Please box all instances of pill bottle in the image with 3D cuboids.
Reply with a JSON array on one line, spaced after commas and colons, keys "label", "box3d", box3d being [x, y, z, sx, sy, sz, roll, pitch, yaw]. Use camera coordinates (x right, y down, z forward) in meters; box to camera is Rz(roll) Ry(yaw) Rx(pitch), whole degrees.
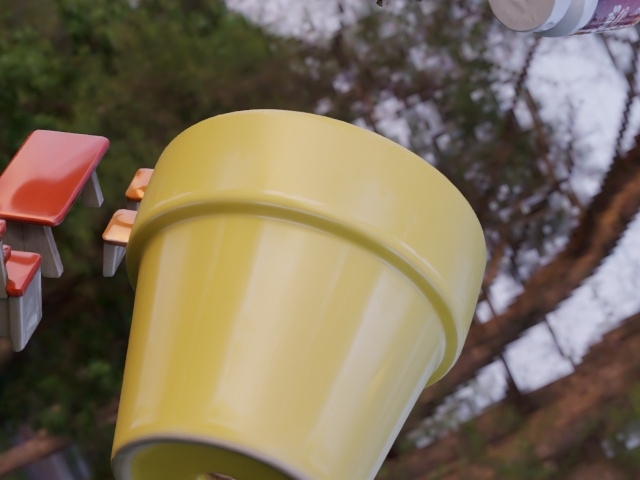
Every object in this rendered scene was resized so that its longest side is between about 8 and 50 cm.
[{"label": "pill bottle", "box3d": [0.304, -0.308, 2.161, 0.121, 0.221, 0.121, 10, -74, 39]}]

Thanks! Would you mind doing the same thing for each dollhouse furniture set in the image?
[{"label": "dollhouse furniture set", "box3d": [-0.272, -0.029, 1.648, 0.259, 0.262, 0.135, -69, 161, -53]}]

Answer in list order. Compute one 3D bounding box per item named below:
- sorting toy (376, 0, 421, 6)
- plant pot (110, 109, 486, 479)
[{"label": "sorting toy", "box3d": [0.048, -0.262, 1.655, 0.132, 0.046, 0.274, 30, -11, -6]}, {"label": "plant pot", "box3d": [-0.033, 0.077, 1.246, 0.254, 0.254, 0.239, 73, 30, -50]}]
